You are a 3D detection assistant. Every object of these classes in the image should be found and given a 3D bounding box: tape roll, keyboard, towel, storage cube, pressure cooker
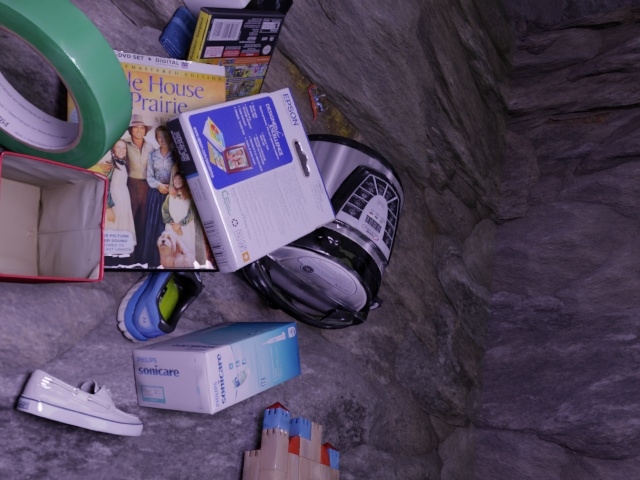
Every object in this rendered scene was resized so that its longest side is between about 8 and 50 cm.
[{"bbox_3d":[-0.451,-0.253,1.021,0.321,0.321,0.077,60,42,-33],"label":"tape roll"},{"bbox_3d":[-0.098,-0.631,1.640,0.202,0.033,0.317,-60,-179,1],"label":"keyboard"},{"bbox_3d":[-0.319,-0.474,1.498,0.067,0.029,0.119,50,48,-40],"label":"towel"},{"bbox_3d":[-0.485,-0.026,1.061,0.215,0.193,0.184,10,78,-54],"label":"storage cube"},{"bbox_3d":[-0.002,0.003,1.619,0.375,0.369,0.420,83,24,-56],"label":"pressure cooker"}]

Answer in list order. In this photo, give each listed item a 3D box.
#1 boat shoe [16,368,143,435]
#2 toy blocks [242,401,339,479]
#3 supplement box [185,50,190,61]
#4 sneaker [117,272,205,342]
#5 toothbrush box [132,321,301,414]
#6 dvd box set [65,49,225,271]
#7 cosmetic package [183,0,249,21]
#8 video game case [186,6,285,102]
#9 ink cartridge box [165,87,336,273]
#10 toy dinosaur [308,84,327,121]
[{"bbox_3d":[-0.421,0.300,1.207,0.258,0.095,0.084,37,61,-49],"label":"boat shoe"},{"bbox_3d":[-0.066,0.570,1.659,0.381,0.190,0.261,40,44,-46],"label":"toy blocks"},{"bbox_3d":[-0.273,-0.437,1.549,0.055,0.043,0.083,48,48,-42],"label":"supplement box"},{"bbox_3d":[-0.291,0.061,1.378,0.130,0.147,0.330,45,51,-44],"label":"sneaker"},{"bbox_3d":[-0.214,0.261,1.409,0.295,0.216,0.126,-8,93,-57],"label":"toothbrush box"},{"bbox_3d":[-0.330,-0.149,1.267,0.307,0.062,0.421,3,80,-24],"label":"dvd box set"},{"bbox_3d":[-0.291,-0.750,1.451,0.453,0.161,0.230,57,43,-35],"label":"cosmetic package"},{"bbox_3d":[-0.209,-0.412,1.527,0.275,0.035,0.248,-26,145,-54],"label":"video game case"},{"bbox_3d":[-0.127,-0.130,1.314,0.307,0.072,0.304,-28,102,-49],"label":"ink cartridge box"},{"bbox_3d":[-0.014,-0.412,1.934,0.082,0.047,0.090,48,57,-18],"label":"toy dinosaur"}]
